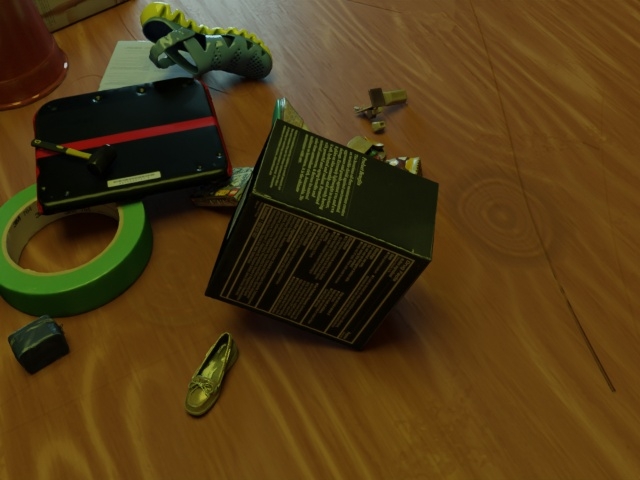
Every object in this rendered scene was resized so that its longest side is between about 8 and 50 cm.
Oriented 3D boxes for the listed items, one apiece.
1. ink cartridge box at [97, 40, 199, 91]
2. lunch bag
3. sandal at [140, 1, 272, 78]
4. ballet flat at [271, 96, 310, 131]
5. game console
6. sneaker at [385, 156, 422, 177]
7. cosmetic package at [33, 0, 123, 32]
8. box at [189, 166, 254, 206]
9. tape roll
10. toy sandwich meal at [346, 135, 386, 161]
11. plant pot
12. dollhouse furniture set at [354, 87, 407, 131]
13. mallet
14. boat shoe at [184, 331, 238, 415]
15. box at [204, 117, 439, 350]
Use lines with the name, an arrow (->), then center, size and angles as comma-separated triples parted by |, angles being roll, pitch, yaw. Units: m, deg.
ink cartridge box -> -0.398, -0.388, 2.100 | 0.223, 0.045, 0.224 | 2, 49, 9
lunch bag -> -0.502, 0.180, 1.592 | 0.098, 0.067, 0.065 | -31, 52, -20
sandal -> -0.266, -0.424, 2.031 | 0.317, 0.126, 0.138 | 14, 55, -9
ballet flat -> -0.057, -0.165, 1.837 | 0.106, 0.107, 0.316 | 11, 53, -9
game console -> -0.398, -0.201, 1.848 | 0.386, 0.060, 0.342 | -12, 49, -8
sneaker -> 0.146, -0.094, 1.762 | 0.084, 0.070, 0.185 | 2, 42, 21
cosmetic package -> -0.651, -0.667, 2.328 | 0.296, 0.129, 0.153 | -28, 50, -16
box -> -0.190, -0.108, 1.802 | 0.137, 0.027, 0.094 | 2, 44, 42
tape roll -> -0.493, 0.002, 1.745 | 0.321, 0.077, 0.321 | -3, 47, 4
toy sandwich meal -> 0.096, -0.189, 1.869 | 0.085, 0.029, 0.086 | -4, 48, 4
plant pot -> -0.767, -0.495, 2.097 | 0.272, 0.265, 0.272 | -4, 48, 4
dollhouse furniture set -> 0.135, -0.286, 1.967 | 0.114, 0.091, 0.081 | -16, 2, -37
mallet -> -0.491, -0.181, 1.774 | 0.189, 0.039, 0.062 | 21, 52, 25
boat shoe -> -0.189, 0.227, 1.522 | 0.056, 0.048, 0.153 | 17, 53, 21
box -> 0.000, 0.000, 1.477 | 0.294, 0.296, 0.183 | 22, 49, -9
